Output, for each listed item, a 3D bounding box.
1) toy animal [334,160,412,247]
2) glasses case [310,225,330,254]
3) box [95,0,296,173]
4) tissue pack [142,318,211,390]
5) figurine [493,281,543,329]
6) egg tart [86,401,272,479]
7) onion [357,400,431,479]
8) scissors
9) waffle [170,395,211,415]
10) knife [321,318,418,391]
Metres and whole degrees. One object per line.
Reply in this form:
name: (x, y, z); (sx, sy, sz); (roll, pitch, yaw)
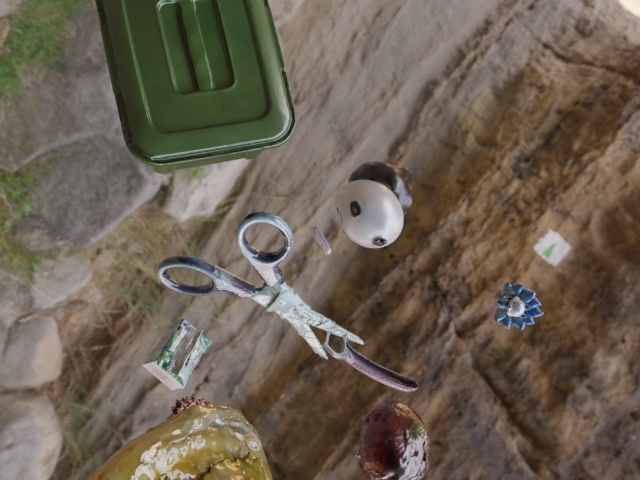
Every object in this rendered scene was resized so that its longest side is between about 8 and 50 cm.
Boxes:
toy animal: (0.131, -0.084, 1.599); (0.165, 0.187, 0.235); (-32, -162, 38)
glasses case: (0.000, 0.000, 1.677); (0.021, 0.083, 0.032); (-30, 179, -24)
box: (-0.196, -0.270, 0.994); (0.253, 0.328, 0.178); (-11, 176, -14)
tissue pack: (-0.274, 0.221, 1.251); (0.079, 0.085, 0.111); (-20, -149, 45)
figurine: (0.463, 0.156, 1.483); (0.114, 0.114, 0.079); (-46, 163, 11)
egg tart: (-0.095, 0.261, 0.430); (0.291, 0.107, 0.290); (-25, 120, -54)
onion: (0.089, 0.252, 0.780); (0.097, 0.107, 0.107); (-15, -174, 31)
scissors: (-0.071, 0.105, 1.090); (0.256, 0.383, 0.029); (-24, -138, 26)
waffle: (-0.227, 0.315, 1.134); (0.083, 0.075, 0.029); (17, 151, -27)
knife: (0.121, 0.305, 1.609); (0.053, 0.278, 0.123); (-52, -170, 30)
